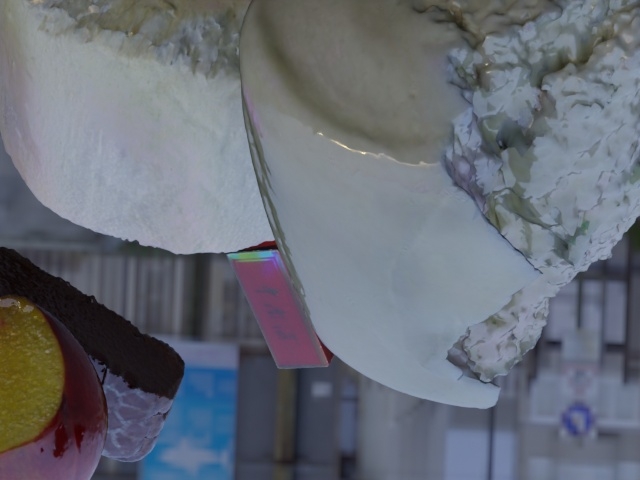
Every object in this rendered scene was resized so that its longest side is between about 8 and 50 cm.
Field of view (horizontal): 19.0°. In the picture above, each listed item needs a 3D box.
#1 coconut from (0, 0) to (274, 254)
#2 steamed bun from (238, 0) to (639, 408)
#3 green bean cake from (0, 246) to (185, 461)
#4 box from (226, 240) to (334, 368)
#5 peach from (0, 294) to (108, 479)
[{"bbox_3d":[-0.071,-0.112,1.089,0.239,0.239,0.244,2,145,-2],"label":"coconut"},{"bbox_3d":[0.075,-0.027,0.883,0.200,0.170,0.225,-17,137,-2],"label":"steamed bun"},{"bbox_3d":[-0.258,0.127,1.983,0.232,0.097,0.198,22,131,-6],"label":"green bean cake"},{"bbox_3d":[0.001,0.000,1.437,0.048,0.112,0.175,-5,-145,29],"label":"box"},{"bbox_3d":[-0.290,0.154,1.787,0.190,0.192,0.190,-10,-159,4],"label":"peach"}]
